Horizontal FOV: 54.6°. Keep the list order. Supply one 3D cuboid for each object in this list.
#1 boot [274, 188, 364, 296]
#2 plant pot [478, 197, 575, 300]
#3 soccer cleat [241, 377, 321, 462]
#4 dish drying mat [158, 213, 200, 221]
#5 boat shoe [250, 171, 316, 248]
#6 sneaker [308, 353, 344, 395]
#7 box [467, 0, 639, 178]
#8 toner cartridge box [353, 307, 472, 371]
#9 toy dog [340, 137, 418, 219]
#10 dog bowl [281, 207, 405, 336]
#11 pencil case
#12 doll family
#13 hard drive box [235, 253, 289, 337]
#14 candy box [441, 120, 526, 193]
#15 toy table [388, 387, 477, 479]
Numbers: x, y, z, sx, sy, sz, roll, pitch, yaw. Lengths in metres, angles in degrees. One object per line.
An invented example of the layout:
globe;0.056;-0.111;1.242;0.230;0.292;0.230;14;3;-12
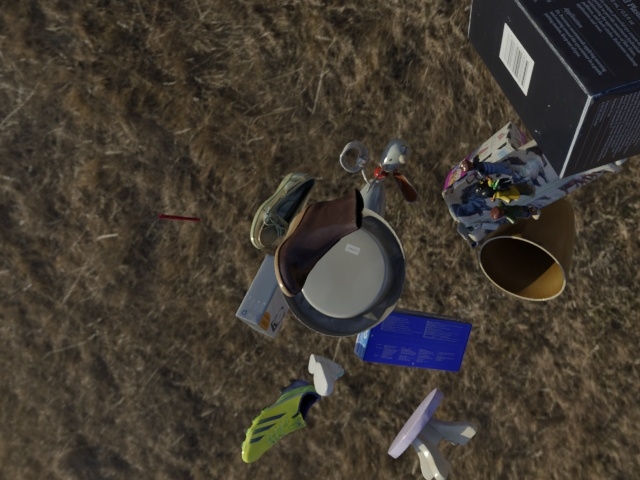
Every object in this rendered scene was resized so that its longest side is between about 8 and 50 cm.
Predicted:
boot;0.000;0.000;1.445;0.207;0.248;0.090;-22;134;34
plant pot;0.597;-0.006;1.711;0.237;0.254;0.237;26;147;19
soccer cleat;-0.111;0.523;1.779;0.121;0.289;0.093;25;146;29
dish drying mat;-0.291;-0.047;1.278;0.083;0.032;0.008;5;96;-15
boat shoe;-0.062;-0.051;1.047;0.048;0.153;0.056;15;154;49
sneaker;0.028;0.390;1.818;0.094;0.212;0.080;11;101;-12
box;0.442;-0.310;0.936;0.313;0.343;0.179;-17;148;-3
toner cartridge box;0.288;0.302;1.919;0.348;0.075;0.165;11;97;-22
toy dog;0.168;-0.119;1.804;0.220;0.161;0.333;-5;124;-19
dog bowl;0.067;0.082;1.661;0.349;0.102;0.348;-2;82;18
pencil case;0.507;-0.142;1.499;0.410;0.183;0.160;-30;127;23
doll family;0.345;-0.105;1.214;0.112;0.193;0.076;-3;121;-13
hard drive box;-0.166;0.186;2.065;0.089;0.232;0.181;19;164;21
candy box;0.452;-0.207;1.709;0.071;0.159;0.233;43;125;-8
toy table;0.339;0.596;1.871;0.161;0.252;0.274;36;130;9
